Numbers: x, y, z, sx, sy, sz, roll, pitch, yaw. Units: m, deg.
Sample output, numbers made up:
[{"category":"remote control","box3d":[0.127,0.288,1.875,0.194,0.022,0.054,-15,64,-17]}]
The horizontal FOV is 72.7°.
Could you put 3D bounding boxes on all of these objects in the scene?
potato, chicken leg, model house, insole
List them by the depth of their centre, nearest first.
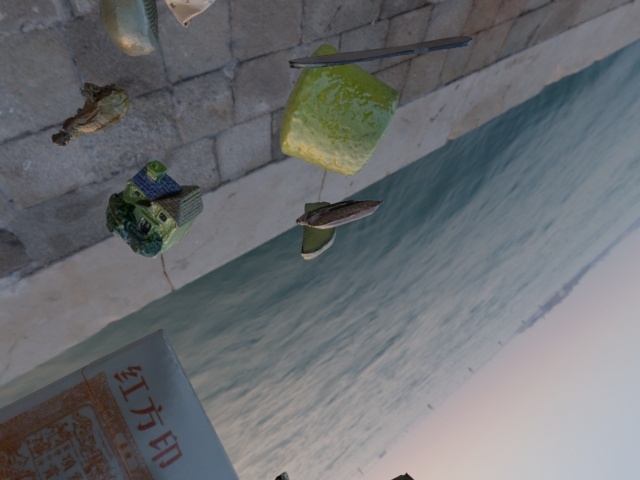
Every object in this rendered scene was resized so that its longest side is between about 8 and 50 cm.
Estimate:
[{"category":"insole","box3d":[0.100,-0.311,0.716,0.309,0.110,0.012,-9,119,-4]},{"category":"chicken leg","box3d":[-0.554,-0.302,1.032,0.207,0.085,0.101,-36,126,-2]},{"category":"potato","box3d":[0.000,0.000,1.037,0.081,0.149,0.120,0,145,4]},{"category":"model house","box3d":[-0.443,-0.101,1.166,0.189,0.214,0.195,-43,-177,30]}]

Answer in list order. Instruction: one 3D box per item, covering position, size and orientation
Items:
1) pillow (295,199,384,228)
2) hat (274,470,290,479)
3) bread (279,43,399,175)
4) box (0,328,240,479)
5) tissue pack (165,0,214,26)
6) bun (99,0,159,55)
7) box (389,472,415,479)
[{"category":"pillow","box3d":[0.025,-0.050,0.805,0.135,0.034,0.211,-21,-171,-10]},{"category":"hat","box3d":[-0.099,0.678,1.165,0.166,0.081,0.122,99,13,-51]},{"category":"bread","box3d":[0.049,-0.373,1.316,0.348,0.307,0.348,-62,-171,17]},{"category":"box","box3d":[-0.292,0.268,0.447,0.365,0.205,0.051,-26,172,-27]},{"category":"tissue pack","box3d":[-0.290,-0.757,1.077,0.390,0.195,0.375,-64,-165,8]},{"category":"bun","box3d":[-0.416,-0.488,0.941,0.113,0.173,0.167,-5,103,-9]},{"category":"box","box3d":[0.095,0.490,0.625,0.159,0.240,0.071,-7,-179,-26]}]
